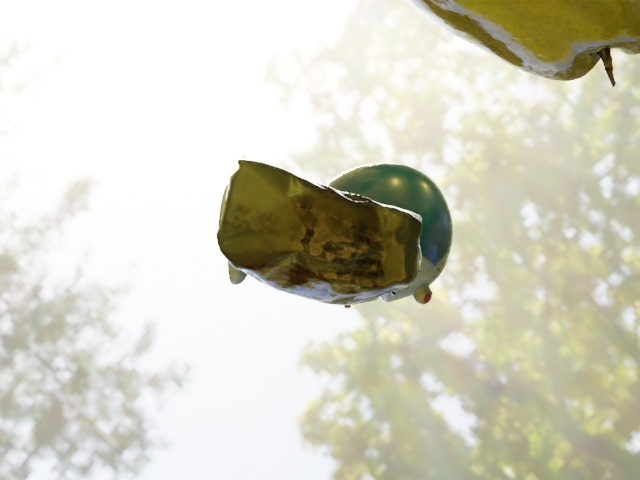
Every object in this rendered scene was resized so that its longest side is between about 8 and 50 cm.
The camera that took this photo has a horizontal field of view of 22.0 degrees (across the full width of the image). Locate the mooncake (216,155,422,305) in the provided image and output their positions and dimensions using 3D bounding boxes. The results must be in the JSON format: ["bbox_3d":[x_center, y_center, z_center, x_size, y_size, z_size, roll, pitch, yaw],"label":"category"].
[{"bbox_3d":[0.000,0.000,1.008,0.130,0.125,0.073,-52,159,-87],"label":"mooncake"}]

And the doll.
[{"bbox_3d":[0.016,-0.004,1.794,0.256,0.215,0.161,-4,-115,4],"label":"doll"}]

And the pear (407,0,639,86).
[{"bbox_3d":[0.191,-0.309,1.543,0.285,0.336,0.285,-38,159,-18],"label":"pear"}]
